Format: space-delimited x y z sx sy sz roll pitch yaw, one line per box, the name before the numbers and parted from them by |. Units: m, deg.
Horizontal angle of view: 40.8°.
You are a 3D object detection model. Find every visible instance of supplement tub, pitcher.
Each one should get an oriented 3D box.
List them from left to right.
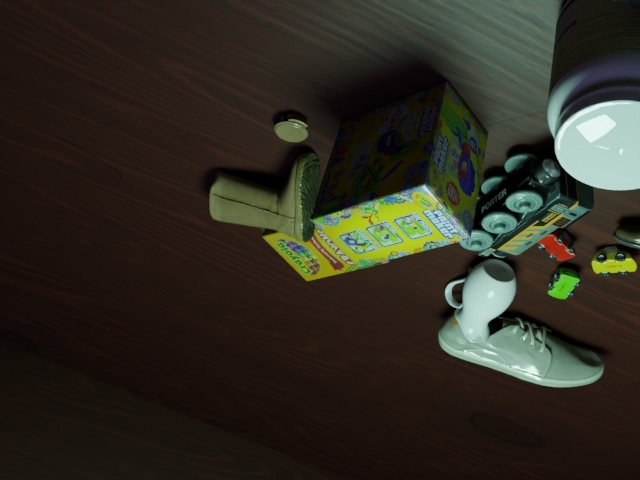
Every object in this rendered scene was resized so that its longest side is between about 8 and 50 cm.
pitcher | 0.398 0.130 2.179 0.177 0.126 0.207 50 140 31
supplement tub | 0.505 -0.269 1.437 0.236 0.324 0.235 11 143 8

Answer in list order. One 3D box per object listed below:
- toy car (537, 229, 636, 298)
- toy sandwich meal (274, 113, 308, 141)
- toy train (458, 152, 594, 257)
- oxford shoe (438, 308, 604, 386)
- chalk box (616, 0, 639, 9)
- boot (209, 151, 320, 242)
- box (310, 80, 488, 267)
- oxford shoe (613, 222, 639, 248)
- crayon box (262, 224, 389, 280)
toy car | 0.605 0.061 2.058 0.239 0.053 0.225 17 144 1
toy sandwich meal | -0.064 -0.253 1.932 0.086 0.029 0.085 9 154 4
toy train | 0.441 -0.063 1.899 0.190 0.142 0.334 19 145 -19
oxford shoe | 0.541 0.276 2.289 0.450 0.169 0.130 15 122 3
chalk box | 0.618 -0.429 1.297 0.289 0.179 0.180 20 142 0
boot | -0.142 -0.124 2.068 0.270 0.089 0.236 17 115 25
box | 0.167 -0.133 1.776 0.279 0.290 0.177 -16 133 38
oxford shoe | 0.751 -0.036 1.868 0.227 0.083 0.096 -6 119 27
crayon box | 0.000 0.000 2.191 0.319 0.081 0.202 -15 134 36
